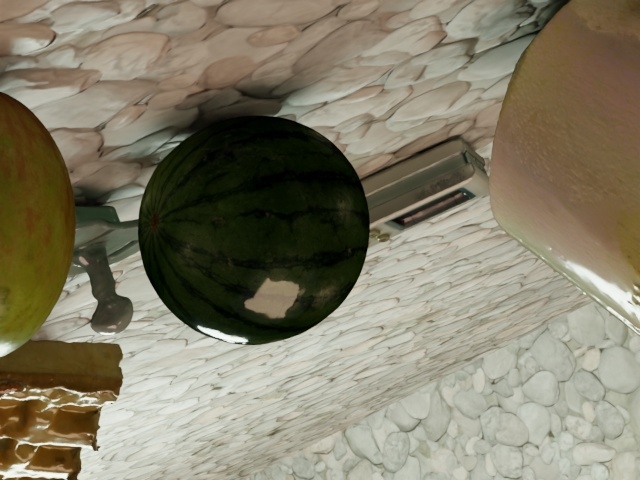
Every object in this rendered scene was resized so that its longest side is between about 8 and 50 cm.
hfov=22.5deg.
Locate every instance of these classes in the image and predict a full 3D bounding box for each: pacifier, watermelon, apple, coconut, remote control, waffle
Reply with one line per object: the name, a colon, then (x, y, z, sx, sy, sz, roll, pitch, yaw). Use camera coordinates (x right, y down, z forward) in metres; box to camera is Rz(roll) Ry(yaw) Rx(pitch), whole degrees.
pacifier: (-0.201, 0.030, 1.388, 0.127, 0.117, 0.150, -26, 168, 25)
watermelon: (-0.043, -0.009, 1.318, 0.214, 0.188, 0.188, 2, 156, -34)
apple: (-0.250, -0.006, 1.043, 0.196, 0.196, 0.196, -20, 167, -5)
coconut: (0.290, -0.077, 1.358, 0.297, 0.309, 0.297, -29, 143, -25)
remote control: (0.043, -0.022, 1.701, 0.277, 0.055, 0.103, -24, 167, 13)
waffle: (-0.378, 0.199, 1.609, 0.304, 0.077, 0.348, 7, 143, -24)

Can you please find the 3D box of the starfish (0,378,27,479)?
starfish: (-0.405, 0.182, 1.438, 0.293, 0.084, 0.301, -8, 142, 0)
